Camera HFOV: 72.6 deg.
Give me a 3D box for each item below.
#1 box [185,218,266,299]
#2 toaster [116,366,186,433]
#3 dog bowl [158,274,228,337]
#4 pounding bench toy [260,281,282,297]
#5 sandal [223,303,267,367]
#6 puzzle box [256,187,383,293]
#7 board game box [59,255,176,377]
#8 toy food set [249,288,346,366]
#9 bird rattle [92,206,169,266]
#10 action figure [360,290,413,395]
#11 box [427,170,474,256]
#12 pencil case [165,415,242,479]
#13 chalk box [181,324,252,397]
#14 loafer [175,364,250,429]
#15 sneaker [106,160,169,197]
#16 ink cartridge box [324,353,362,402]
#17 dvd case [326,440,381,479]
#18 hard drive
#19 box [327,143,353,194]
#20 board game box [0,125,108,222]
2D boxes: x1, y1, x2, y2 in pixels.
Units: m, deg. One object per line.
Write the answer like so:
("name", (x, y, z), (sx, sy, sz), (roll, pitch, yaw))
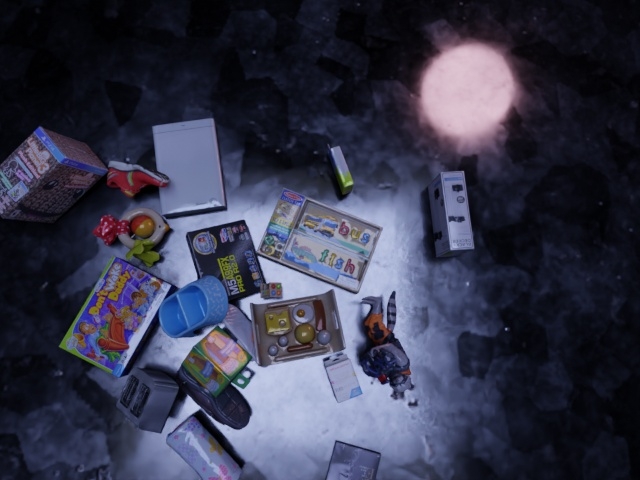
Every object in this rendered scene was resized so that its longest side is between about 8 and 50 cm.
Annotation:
("box", (-0.335, 0.078, 1.553), (0.216, 0.060, 0.270), (-14, 80, -26))
("toaster", (-0.562, 0.515, 1.433), (0.168, 0.110, 0.185), (12, 76, 41))
("dog bowl", (-0.435, 0.229, 1.458), (0.297, 0.074, 0.166), (-31, 77, 31))
("pounding bench toy", (-0.160, 0.175, 1.534), (0.083, 0.065, 0.052), (7, 75, -44))
("sandal", (-0.268, 0.334, 1.530), (0.265, 0.076, 0.102), (51, 41, -4))
("puzzle box", (0.000, 0.000, 1.624), (0.409, 0.052, 0.272), (21, 78, 1))
("board game box", (-0.699, 0.262, 1.520), (0.233, 0.078, 0.347), (26, 79, 2))
("toy food set", (-0.082, 0.297, 1.512), (0.306, 0.092, 0.219), (-8, 69, -11))
("bird rattle", (-0.669, -0.028, 1.579), (0.253, 0.143, 0.207), (35, 67, 16))
("action figure", (0.228, 0.339, 1.439), (0.179, 0.341, 0.330), (-14, 77, -12))
("box", (0.477, -0.092, 1.610), (0.087, 0.169, 0.290), (-4, 81, -4))
("pencil case", (-0.384, 0.715, 1.439), (0.124, 0.113, 0.273), (-43, 85, 10))
("chalk box", (-0.330, 0.421, 1.460), (0.213, 0.132, 0.132), (41, 125, 7))
("loafer", (-0.372, 0.537, 1.493), (0.302, 0.109, 0.095), (41, 122, 4))
("sneaker", (-0.663, -0.211, 1.582), (0.279, 0.107, 0.118), (12, 88, 26))
("ink cartridge box", (0.075, 0.476, 1.520), (0.092, 0.090, 0.143), (-18, 80, -7))
("dvd case", (0.103, 0.824, 1.494), (0.165, 0.018, 0.221), (16, 80, 0))
("hard drive", (-0.497, -0.277, 1.648), (0.233, 0.047, 0.353), (-9, 81, -5))
("box", (0.074, -0.273, 1.649), (0.042, 0.109, 0.178), (-19, 81, -3))
("board game box", (-0.932, -0.212, 1.487), (0.291, 0.232, 0.141), (-42, 85, 4))
